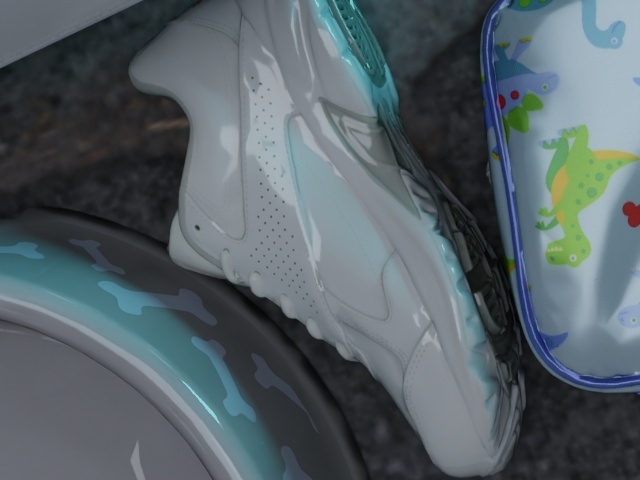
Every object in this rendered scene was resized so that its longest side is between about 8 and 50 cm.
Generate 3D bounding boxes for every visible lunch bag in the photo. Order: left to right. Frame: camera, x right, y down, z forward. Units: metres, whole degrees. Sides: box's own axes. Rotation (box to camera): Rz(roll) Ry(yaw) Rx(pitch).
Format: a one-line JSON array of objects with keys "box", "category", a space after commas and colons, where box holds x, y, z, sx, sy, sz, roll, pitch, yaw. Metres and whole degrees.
[{"box": [0.174, -0.032, 0.769, 0.219, 0.090, 0.176, -10, 92, 9], "category": "lunch bag"}]

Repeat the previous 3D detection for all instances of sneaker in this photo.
[{"box": [0.000, 0.000, 0.807, 0.115, 0.090, 0.232, -29, 81, 16], "category": "sneaker"}]

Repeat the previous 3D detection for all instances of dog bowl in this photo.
[{"box": [-0.149, 0.158, 0.824, 0.348, 0.102, 0.349, 1, 95, 8], "category": "dog bowl"}]

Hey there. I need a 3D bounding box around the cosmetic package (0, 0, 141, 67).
[{"box": [-0.193, -0.181, 0.674, 0.377, 0.097, 0.284, -21, 113, 29], "category": "cosmetic package"}]
